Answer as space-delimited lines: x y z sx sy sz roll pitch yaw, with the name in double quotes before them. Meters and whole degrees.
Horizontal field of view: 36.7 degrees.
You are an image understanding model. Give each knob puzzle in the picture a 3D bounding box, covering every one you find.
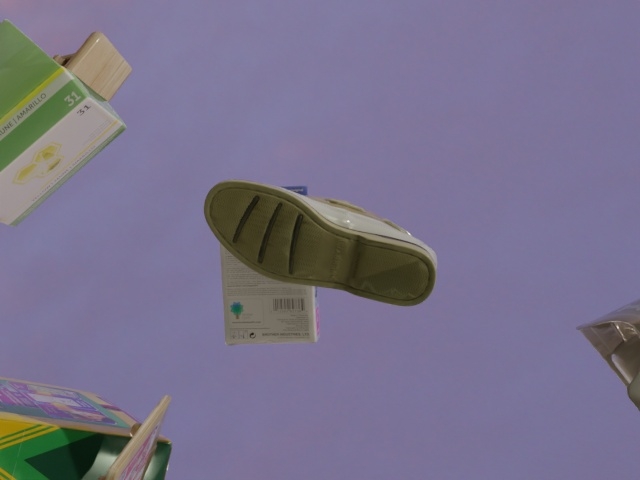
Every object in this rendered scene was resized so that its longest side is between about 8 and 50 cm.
"knob puzzle" -0.248 0.300 1.166 0.030 0.213 0.213 23 -89 4

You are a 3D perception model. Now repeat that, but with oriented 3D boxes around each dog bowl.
"dog bowl" 0.439 0.207 1.092 0.102 0.349 0.349 -40 -126 10

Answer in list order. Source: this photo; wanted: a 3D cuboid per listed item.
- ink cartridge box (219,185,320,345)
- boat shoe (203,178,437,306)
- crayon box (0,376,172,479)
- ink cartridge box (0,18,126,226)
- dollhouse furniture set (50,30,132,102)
"ink cartridge box" -0.101 0.047 1.887 0.185 0.065 0.311 -2 -80 9
"boat shoe" 0.000 0.000 1.226 0.302 0.103 0.113 22 -74 0
"crayon box" -0.437 0.284 1.428 0.363 0.313 0.106 7 -97 59
"ink cartridge box" -0.306 -0.105 0.953 0.171 0.235 0.056 -41 -100 0
"dollhouse furniture set" -0.460 -0.268 1.119 0.256 0.394 0.362 -1 -131 41
